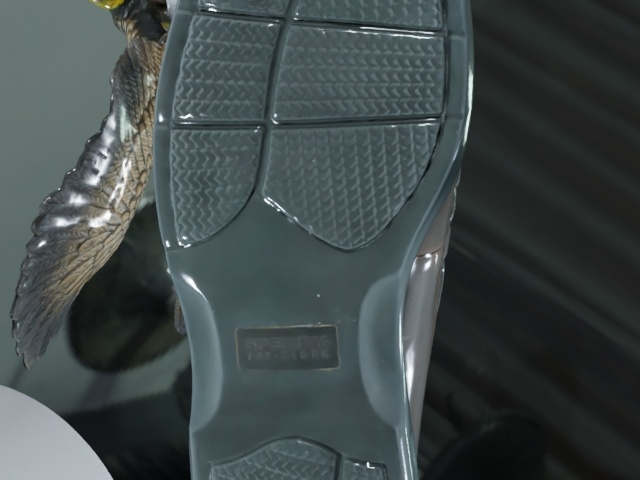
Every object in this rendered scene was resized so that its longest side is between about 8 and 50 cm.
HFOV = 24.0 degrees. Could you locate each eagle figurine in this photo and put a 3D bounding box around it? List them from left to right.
[{"bbox_3d":[-0.115,-0.065,1.105,0.226,0.298,0.225,-10,162,6],"label":"eagle figurine"}]

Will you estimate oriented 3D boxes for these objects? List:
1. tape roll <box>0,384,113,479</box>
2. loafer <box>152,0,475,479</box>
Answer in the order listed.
[{"bbox_3d":[-0.261,0.229,0.978,0.169,0.246,0.246,-26,142,-60],"label":"tape roll"},{"bbox_3d":[0.000,0.000,0.488,0.084,0.096,0.268,-50,145,-74],"label":"loafer"}]
